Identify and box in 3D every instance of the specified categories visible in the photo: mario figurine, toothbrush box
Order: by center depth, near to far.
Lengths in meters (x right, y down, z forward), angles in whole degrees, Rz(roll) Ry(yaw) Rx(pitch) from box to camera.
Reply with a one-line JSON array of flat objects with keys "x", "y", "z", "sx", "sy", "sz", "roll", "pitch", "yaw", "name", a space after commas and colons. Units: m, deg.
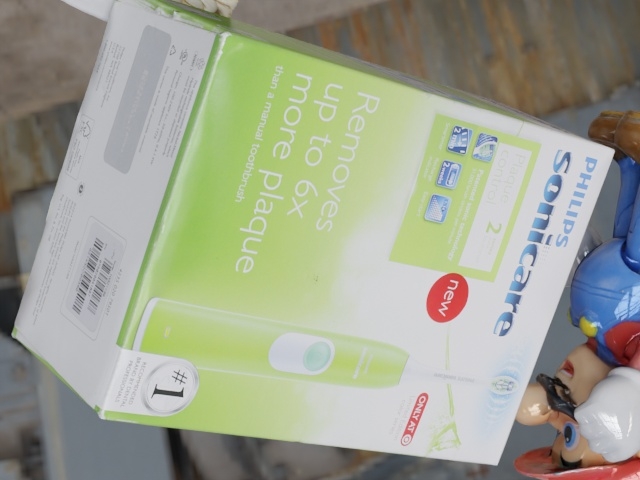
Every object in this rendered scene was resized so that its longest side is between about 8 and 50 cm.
[{"x": 0.000, "y": 0.000, "z": 0.907, "sx": 0.283, "sy": 0.206, "sz": 0.122, "roll": 13, "pitch": -169, "yaw": -38, "name": "toothbrush box"}, {"x": 0.202, "y": 0.061, "z": 1.200, "sx": 0.170, "sy": 0.320, "sz": 0.198, "roll": 9, "pitch": -177, "yaw": 31, "name": "mario figurine"}]

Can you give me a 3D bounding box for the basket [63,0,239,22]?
[{"x": -0.118, "y": -0.184, "z": 0.906, "sx": 0.103, "sy": 0.113, "sz": 0.167, "roll": -58, "pitch": 148, "yaw": 7, "name": "basket"}]
